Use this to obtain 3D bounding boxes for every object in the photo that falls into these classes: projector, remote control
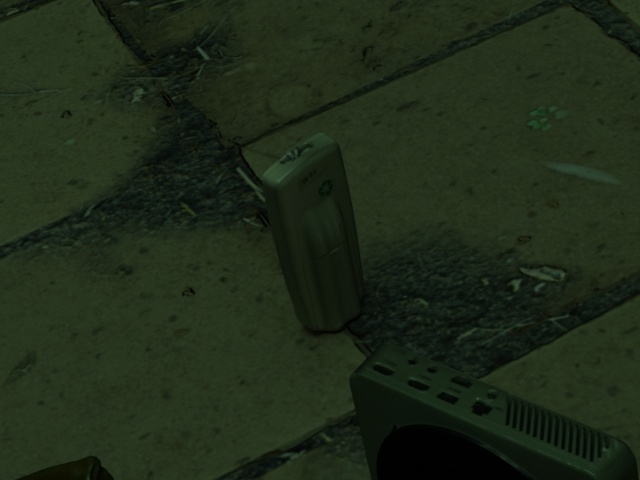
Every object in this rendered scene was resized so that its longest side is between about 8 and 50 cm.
[{"bbox_3d":[0.158,0.223,1.526,0.257,0.259,0.079,21,50,35],"label":"projector"},{"bbox_3d":[-0.001,-0.001,1.854,0.090,0.230,0.049,-35,48,-22],"label":"remote control"}]

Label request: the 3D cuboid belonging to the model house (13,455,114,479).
[{"bbox_3d":[-0.262,0.345,1.554,0.173,0.268,0.239,10,44,-2],"label":"model house"}]
